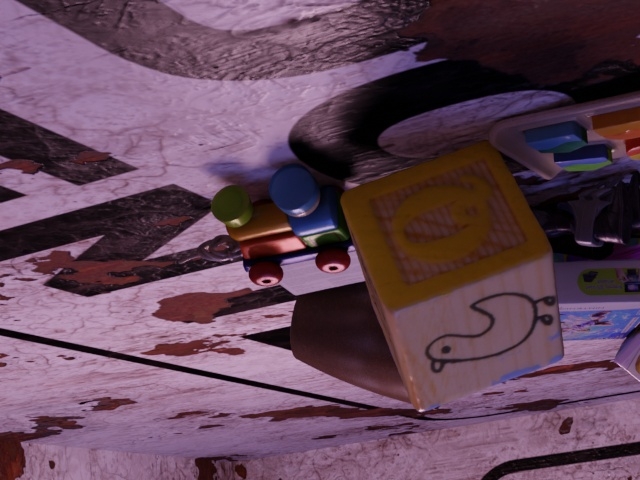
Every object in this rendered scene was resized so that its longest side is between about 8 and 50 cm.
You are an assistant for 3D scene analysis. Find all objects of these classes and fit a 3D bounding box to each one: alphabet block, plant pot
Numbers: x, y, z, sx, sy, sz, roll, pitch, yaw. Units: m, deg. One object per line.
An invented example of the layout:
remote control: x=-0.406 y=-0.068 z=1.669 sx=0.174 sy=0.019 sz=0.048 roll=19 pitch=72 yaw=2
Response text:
alphabet block: x=0.150 y=0.040 z=1.424 sx=0.192 sy=0.193 sz=0.197 roll=-22 pitch=137 yaw=-2
plant pot: x=0.078 y=0.143 z=1.964 sx=0.231 sy=0.215 sz=0.215 roll=4 pitch=167 yaw=16

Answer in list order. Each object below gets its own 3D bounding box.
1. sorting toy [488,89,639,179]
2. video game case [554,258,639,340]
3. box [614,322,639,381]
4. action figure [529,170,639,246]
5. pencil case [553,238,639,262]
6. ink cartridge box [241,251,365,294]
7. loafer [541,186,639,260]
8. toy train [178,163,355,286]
sorting toy: x=0.314 y=-0.114 z=1.394 sx=0.208 sy=0.038 sz=0.193 roll=-15 pitch=162 yaw=29
video game case: x=0.311 y=0.088 z=1.723 sx=0.244 sy=0.061 sz=0.269 roll=-1 pitch=165 yaw=4
box: x=0.523 y=0.067 z=1.727 sx=0.324 sy=0.067 sz=0.063 roll=-55 pitch=174 yaw=31
action figure: x=0.265 y=-0.020 z=1.618 sx=0.285 sy=0.099 sz=0.185 roll=-10 pitch=171 yaw=29
pencil case: x=0.420 y=0.008 z=1.754 sx=0.104 sy=0.104 sz=0.236 roll=7 pitch=159 yaw=-39
ink cartridge box: x=0.000 y=0.000 z=1.679 sx=0.189 sy=0.066 sz=0.232 roll=-12 pitch=151 yaw=22
loafer: x=0.353 y=-0.009 z=1.701 sx=0.080 sy=0.078 sz=0.220 roll=9 pitch=158 yaw=-42
toy train: x=-0.089 y=-0.016 z=1.496 sx=0.248 sy=0.105 sz=0.143 roll=-11 pitch=153 yaw=19
